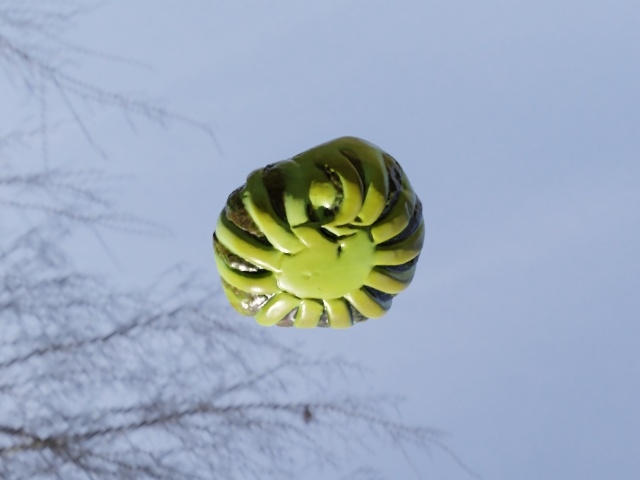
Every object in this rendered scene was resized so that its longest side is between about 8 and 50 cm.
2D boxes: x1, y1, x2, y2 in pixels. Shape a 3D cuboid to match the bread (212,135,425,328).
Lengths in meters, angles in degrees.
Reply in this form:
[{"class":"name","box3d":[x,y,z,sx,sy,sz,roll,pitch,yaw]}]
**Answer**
[{"class":"bread","box3d":[0.000,0.000,1.005,0.139,0.130,0.071,-5,-157,-8]}]
